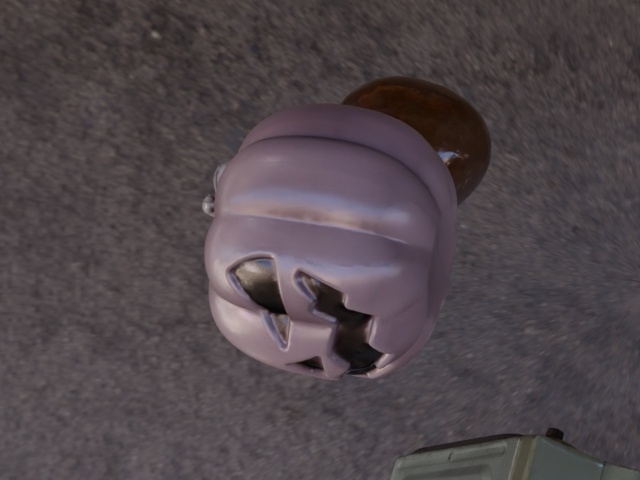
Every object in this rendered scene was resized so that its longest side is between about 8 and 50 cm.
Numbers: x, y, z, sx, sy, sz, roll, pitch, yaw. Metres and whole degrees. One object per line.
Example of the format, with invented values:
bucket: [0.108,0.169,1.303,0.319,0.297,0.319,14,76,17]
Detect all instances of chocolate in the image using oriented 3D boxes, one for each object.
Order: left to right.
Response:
chocolate: [0.101,-0.099,1.552,0.177,0.177,0.176,0,88,13]

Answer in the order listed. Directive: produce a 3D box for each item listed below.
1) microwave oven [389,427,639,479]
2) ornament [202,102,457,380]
microwave oven: [0.240,0.306,1.185,0.355,0.286,0.218,24,71,-16]
ornament: [0.000,0.001,0.905,0.178,0.177,0.177,0,88,13]
